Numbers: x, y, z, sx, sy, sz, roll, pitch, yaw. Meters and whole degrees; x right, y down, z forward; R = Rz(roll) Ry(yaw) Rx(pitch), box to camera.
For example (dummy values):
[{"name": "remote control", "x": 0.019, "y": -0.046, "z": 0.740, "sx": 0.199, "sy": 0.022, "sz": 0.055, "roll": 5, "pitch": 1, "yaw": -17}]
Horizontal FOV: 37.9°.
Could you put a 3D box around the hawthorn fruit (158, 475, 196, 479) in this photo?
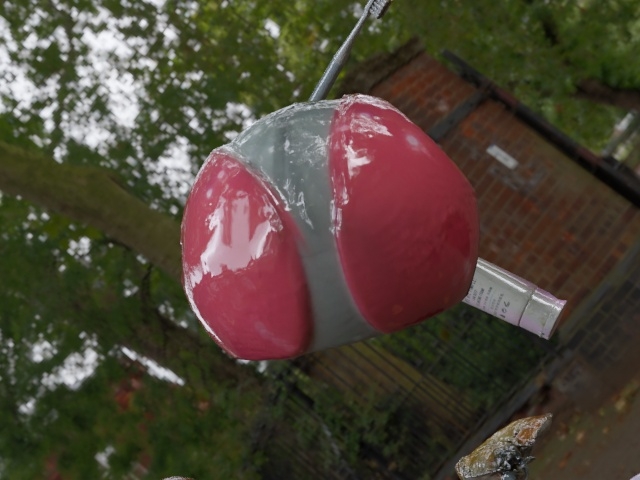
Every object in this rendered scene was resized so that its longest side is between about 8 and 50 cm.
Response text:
[{"name": "hawthorn fruit", "x": -0.206, "y": 0.449, "z": 1.088, "sx": 0.330, "sy": 0.287, "sz": 0.287, "roll": -57, "pitch": -11, "yaw": 10}]

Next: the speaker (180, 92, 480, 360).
[{"name": "speaker", "x": 0.000, "y": 0.000, "z": 0.907, "sx": 0.294, "sy": 0.294, "sz": 0.294, "roll": -49, "pitch": -11, "yaw": -13}]

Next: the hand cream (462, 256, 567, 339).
[{"name": "hand cream", "x": 0.231, "y": 0.060, "z": 1.481, "sx": 0.070, "sy": 0.312, "sz": 0.111, "roll": -44, "pitch": -26, "yaw": -42}]

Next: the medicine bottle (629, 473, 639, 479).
[{"name": "medicine bottle", "x": 0.389, "y": 0.335, "z": 0.985, "sx": 0.135, "sy": 0.135, "sz": 0.168, "roll": -56, "pitch": 14, "yaw": 22}]

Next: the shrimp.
[{"name": "shrimp", "x": 0.277, "y": 0.299, "z": 1.341, "sx": 0.164, "sy": 0.062, "sz": 0.317, "roll": -40, "pitch": -8, "yaw": -6}]

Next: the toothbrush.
[{"name": "toothbrush", "x": 0.026, "y": -0.274, "z": 1.505, "sx": 0.025, "sy": 0.030, "sz": 0.342, "roll": -26, "pitch": -18, "yaw": -41}]
